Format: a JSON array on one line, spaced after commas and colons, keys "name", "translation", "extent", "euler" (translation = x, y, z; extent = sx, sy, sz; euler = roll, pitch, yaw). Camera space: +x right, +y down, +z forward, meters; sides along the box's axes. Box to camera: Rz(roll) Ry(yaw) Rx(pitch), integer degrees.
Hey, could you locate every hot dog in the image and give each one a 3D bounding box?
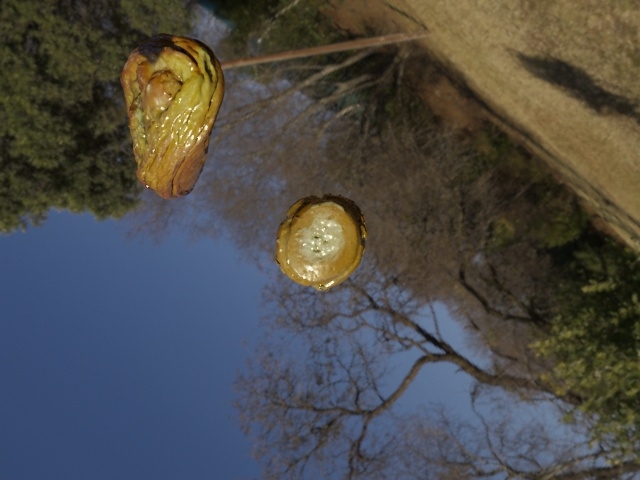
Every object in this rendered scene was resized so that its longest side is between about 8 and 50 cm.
[{"name": "hot dog", "translation": [-0.219, -0.175, 0.939], "extent": [0.122, 0.272, 0.196], "euler": [-11, -105, -22]}]

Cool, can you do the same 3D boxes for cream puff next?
[{"name": "cream puff", "translation": [0.000, 0.000, 1.060], "extent": [0.150, 0.165, 0.115], "euler": [59, -178, -2]}]
